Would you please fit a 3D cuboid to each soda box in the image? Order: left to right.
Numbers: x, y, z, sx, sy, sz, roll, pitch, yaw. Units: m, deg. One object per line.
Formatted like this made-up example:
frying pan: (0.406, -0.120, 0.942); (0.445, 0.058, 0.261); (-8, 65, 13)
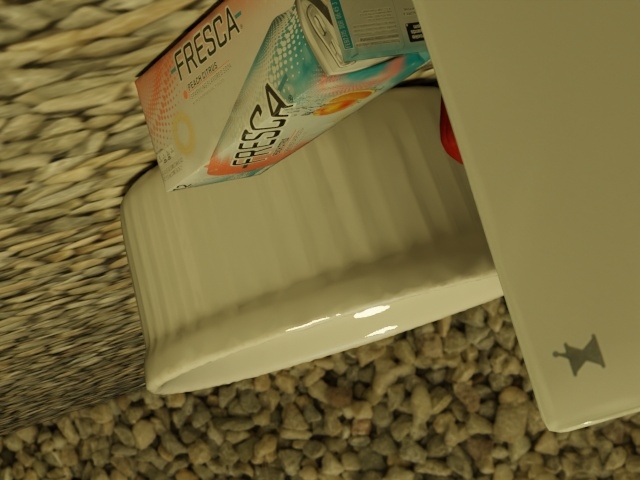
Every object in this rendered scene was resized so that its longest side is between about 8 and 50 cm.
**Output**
soda box: (-0.019, -0.079, 0.731); (0.058, 0.063, 0.183); (-12, 171, -32)

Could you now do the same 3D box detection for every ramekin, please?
ramekin: (0.000, 0.000, 1.064); (0.277, 0.135, 0.277); (-17, 172, -3)

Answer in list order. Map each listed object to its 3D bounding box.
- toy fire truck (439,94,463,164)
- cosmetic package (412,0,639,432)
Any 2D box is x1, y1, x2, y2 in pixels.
toy fire truck: (0.154, -0.087, 0.811); (0.217, 0.158, 0.246); (6, 169, -15)
cosmetic package: (0.124, -0.073, 0.500); (0.138, 0.224, 0.225); (-20, 172, 22)
